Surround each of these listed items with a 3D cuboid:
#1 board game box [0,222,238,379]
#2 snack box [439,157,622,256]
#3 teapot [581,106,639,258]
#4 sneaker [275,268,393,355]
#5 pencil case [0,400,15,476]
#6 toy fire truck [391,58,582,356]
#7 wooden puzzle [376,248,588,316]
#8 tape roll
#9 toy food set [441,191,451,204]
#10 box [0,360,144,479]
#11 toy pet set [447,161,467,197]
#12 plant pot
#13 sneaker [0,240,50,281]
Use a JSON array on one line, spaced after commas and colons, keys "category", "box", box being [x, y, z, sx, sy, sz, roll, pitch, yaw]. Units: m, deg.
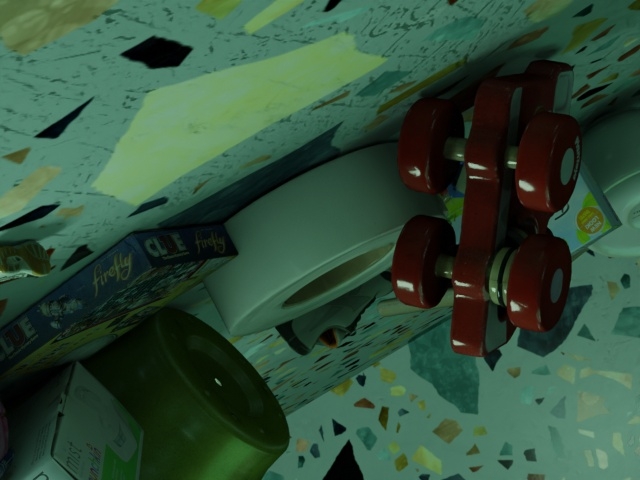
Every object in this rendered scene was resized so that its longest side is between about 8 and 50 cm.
[{"category": "board game box", "box": [-0.224, 0.064, 1.517, 0.243, 0.042, 0.165, -34, 168, 26]}, {"category": "snack box", "box": [0.278, -0.040, 1.972, 0.207, 0.174, 0.070, -33, 170, 25]}, {"category": "teapot", "box": [0.466, -0.111, 2.131, 0.256, 0.187, 0.252, 3, 139, -16]}, {"category": "sneaker", "box": [0.025, 0.107, 2.197, 0.271, 0.108, 0.100, -19, 164, -47]}, {"category": "pencil case", "box": [-0.480, 0.255, 1.455, 0.386, 0.160, 0.167, -34, 126, 27]}, {"category": "toy fire truck", "box": [0.206, -0.036, 1.542, 0.169, 0.302, 0.254, 10, -166, 28]}, {"category": "wooden puzzle", "box": [0.295, 0.014, 2.300, 0.348, 0.080, 0.322, -28, -171, -40]}, {"category": "tape roll", "box": [0.000, 0.000, 1.643, 0.286, 0.100, 0.286, -28, 169, -6]}, {"category": "toy food set", "box": [0.084, -0.041, 1.866, 0.132, 0.038, 0.192, -44, 158, 31]}, {"category": "box", "box": [-0.314, 0.277, 1.507, 0.231, 0.127, 0.262, -39, -165, 6]}, {"category": "toy pet set", "box": [0.213, -0.076, 1.901, 0.114, 0.065, 0.122, -5, 119, -51]}, {"category": "plant pot", "box": [-0.240, 0.281, 1.805, 0.353, 0.366, 0.366, -44, 166, 13]}, {"category": "sneaker", "box": [-0.268, 0.019, 1.245, 0.037, 0.032, 0.083, -18, 169, 23]}]
